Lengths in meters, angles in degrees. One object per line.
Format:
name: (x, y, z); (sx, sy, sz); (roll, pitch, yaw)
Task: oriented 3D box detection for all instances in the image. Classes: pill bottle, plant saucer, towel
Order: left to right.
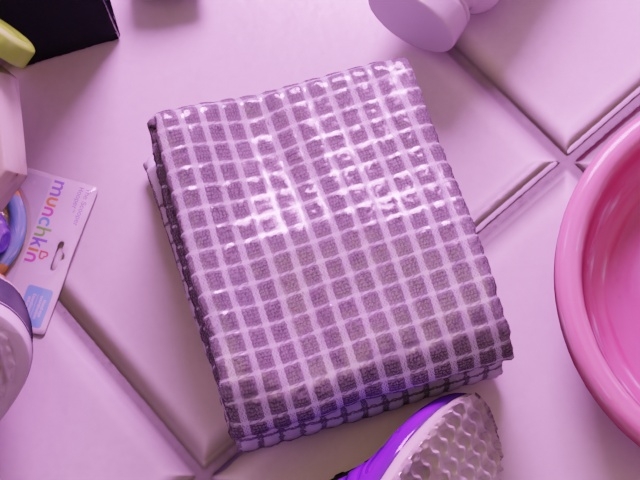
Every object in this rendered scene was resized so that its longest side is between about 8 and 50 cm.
towel: (0.000, 0.000, 1.122); (0.235, 0.121, 0.283); (-17, 71, -5)
pill bottle: (0.123, -0.258, 1.210); (0.112, 0.112, 0.186); (29, 74, 11)
plant saucer: (0.347, 0.040, 1.114); (0.332, 0.084, 0.332); (-1, 71, 3)

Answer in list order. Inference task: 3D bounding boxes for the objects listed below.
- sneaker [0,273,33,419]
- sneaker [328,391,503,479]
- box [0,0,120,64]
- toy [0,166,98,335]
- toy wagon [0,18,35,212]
sneaker: (-0.328, 0.156, 1.089); (0.126, 0.127, 0.321); (40, 101, -20)
sneaker: (0.014, 0.213, 1.057); (0.146, 0.102, 0.293); (4, 41, 45)
box: (-0.262, -0.309, 1.206); (0.103, 0.184, 0.261); (-18, 71, 0)
toy: (-0.322, -0.022, 1.177); (0.237, 0.056, 0.137); (15, 74, 7)
toy wagon: (-0.392, -0.116, 1.133); (0.344, 0.068, 0.267); (39, 96, 15)
